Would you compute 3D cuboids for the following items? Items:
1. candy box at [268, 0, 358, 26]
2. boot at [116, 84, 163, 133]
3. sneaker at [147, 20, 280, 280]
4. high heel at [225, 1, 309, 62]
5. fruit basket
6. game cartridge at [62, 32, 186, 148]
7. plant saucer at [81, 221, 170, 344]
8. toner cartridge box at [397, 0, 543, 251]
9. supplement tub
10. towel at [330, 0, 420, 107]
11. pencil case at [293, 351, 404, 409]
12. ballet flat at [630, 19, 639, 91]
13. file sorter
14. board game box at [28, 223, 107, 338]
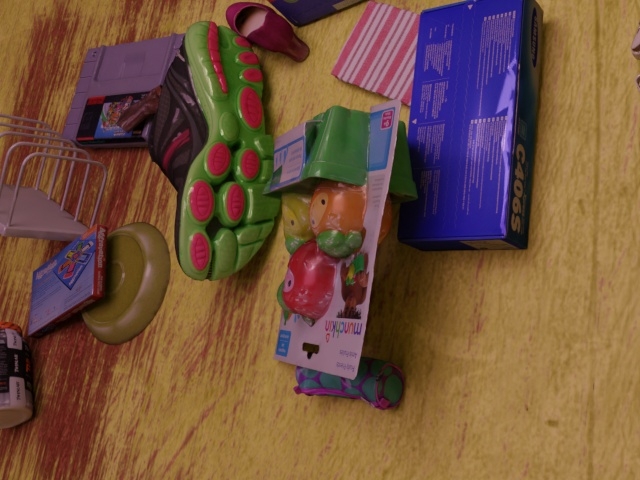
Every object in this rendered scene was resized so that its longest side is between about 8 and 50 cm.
[{"bbox_3d":[0.035,-0.567,1.397,0.268,0.122,0.317,-12,67,33],"label":"candy box"},{"bbox_3d":[-0.334,-0.230,1.537,0.114,0.037,0.106,-31,48,14],"label":"boot"},{"bbox_3d":[-0.191,-0.143,1.403,0.202,0.185,0.482,-33,50,46],"label":"sneaker"},{"bbox_3d":[-0.126,-0.395,1.457,0.082,0.117,0.244,-52,50,10],"label":"high heel"},{"bbox_3d":[0.000,0.000,1.124,0.327,0.165,0.353,173,113,-69],"label":"fruit basket"},{"bbox_3d":[-0.389,-0.302,1.666,0.355,0.068,0.230,3,71,38],"label":"game cartridge"},{"bbox_3d":[-0.381,0.074,1.527,0.241,0.037,0.241,-14,66,33],"label":"plant saucer"},{"bbox_3d":[0.209,-0.161,1.124,0.165,0.075,0.348,-1,76,36],"label":"toner cartridge box"},{"bbox_3d":[-0.630,0.263,1.594,0.117,0.117,0.190,-31,57,25],"label":"supplement tub"},{"bbox_3d":[0.117,-0.298,1.295,0.197,0.029,0.144,31,93,38],"label":"towel"},{"bbox_3d":[0.038,0.196,1.138,0.152,0.064,0.070,1,46,39],"label":"pencil case"},{"bbox_3d":[0.419,-0.228,1.004,0.068,0.072,0.213,-20,62,36],"label":"ballet flat"},{"bbox_3d":[-0.583,-0.130,1.634,0.278,0.193,0.173,31,108,41],"label":"file sorter"},{"bbox_3d":[-0.495,0.084,1.579,0.281,0.027,0.145,-27,58,42],"label":"board game box"}]
